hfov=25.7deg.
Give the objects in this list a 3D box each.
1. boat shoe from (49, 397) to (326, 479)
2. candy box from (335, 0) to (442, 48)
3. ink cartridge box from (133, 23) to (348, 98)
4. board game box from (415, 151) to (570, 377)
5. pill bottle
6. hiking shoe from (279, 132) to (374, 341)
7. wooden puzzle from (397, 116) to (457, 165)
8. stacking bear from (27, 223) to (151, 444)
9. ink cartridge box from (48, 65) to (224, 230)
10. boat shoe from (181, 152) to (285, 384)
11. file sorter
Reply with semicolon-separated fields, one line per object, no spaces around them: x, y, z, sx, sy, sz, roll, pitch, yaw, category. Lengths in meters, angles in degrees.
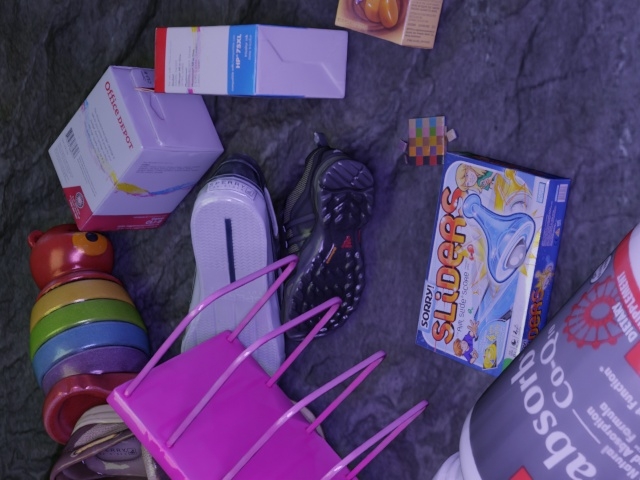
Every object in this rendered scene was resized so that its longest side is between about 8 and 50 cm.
-0.160;0.252;1.612;0.342;0.123;0.123;-3;115;25;boat shoe
0.082;-0.300;1.439;0.109;0.053;0.187;25;109;46;candy box
-0.095;-0.201;1.579;0.231;0.134;0.078;8;99;47;ink cartridge box
0.166;0.024;1.371;0.136;0.035;0.201;19;106;46;board game box
0.245;0.161;1.159;0.363;0.210;0.210;-55;54;35;pill bottle
0.000;0.000;1.538;0.114;0.086;0.227;-123;44;-58;hiking shoe
0.111;-0.102;1.449;0.083;0.006;0.049;1;93;48;wooden puzzle
-0.305;0.105;1.821;0.164;0.175;0.289;-52;46;44;stacking bear
-0.229;-0.112;1.738;0.176;0.127;0.128;-45;59;40;ink cartridge box
-0.086;0.055;1.599;0.121;0.119;0.335;11;126;7;boat shoe
-0.021;0.184;1.408;0.291;0.202;0.182;48;124;11;file sorter
